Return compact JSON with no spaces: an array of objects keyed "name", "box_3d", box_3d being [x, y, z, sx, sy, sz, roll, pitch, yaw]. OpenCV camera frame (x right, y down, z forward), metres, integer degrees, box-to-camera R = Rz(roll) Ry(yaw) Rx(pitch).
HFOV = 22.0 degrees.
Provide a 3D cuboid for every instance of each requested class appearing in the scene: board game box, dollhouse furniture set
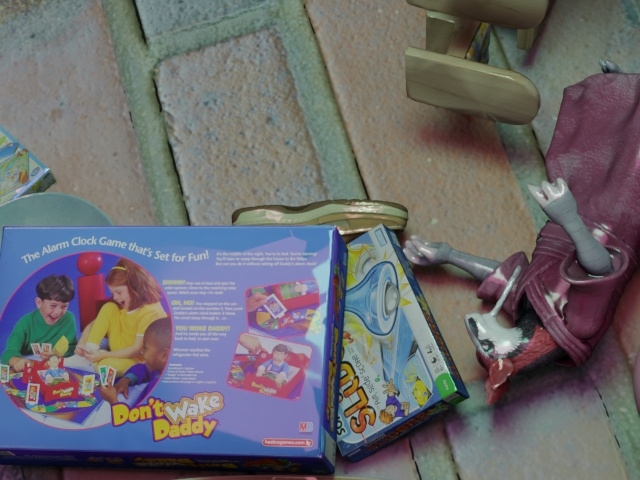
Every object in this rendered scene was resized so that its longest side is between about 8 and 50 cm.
[{"name":"board game box","box_3d":[0.049,0.101,1.647,0.136,0.035,0.201,-33,60,16]},{"name":"dollhouse furniture set","box_3d":[0.262,-0.365,1.653,0.257,0.394,0.362,15,52,16]},{"name":"board game box","box_3d":[-0.154,0.105,1.630,0.347,0.078,0.233,0,70,12]},{"name":"board game box","box_3d":[-0.385,-0.051,1.828,0.154,0.026,0.103,-43,64,-13]}]

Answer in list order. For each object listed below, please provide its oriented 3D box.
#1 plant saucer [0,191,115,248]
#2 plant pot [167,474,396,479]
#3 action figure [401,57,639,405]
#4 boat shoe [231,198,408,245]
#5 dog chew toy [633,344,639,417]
[{"name":"plant saucer","box_3d":[-0.299,0.041,1.759,0.195,0.037,0.195,-4,62,8]},{"name":"plant pot","box_3d":[-0.030,0.317,1.462,0.284,0.284,0.190,1,88,10]},{"name":"action figure","box_3d":[0.267,0.012,1.637,0.276,0.248,0.370,33,80,-19]},{"name":"boat shoe","box_3d":[0.000,0.000,1.724,0.190,0.068,0.072,-5,74,17]},{"name":"dog chew toy","box_3d":[0.431,0.065,1.511,0.207,0.206,0.331,29,83,22]}]
